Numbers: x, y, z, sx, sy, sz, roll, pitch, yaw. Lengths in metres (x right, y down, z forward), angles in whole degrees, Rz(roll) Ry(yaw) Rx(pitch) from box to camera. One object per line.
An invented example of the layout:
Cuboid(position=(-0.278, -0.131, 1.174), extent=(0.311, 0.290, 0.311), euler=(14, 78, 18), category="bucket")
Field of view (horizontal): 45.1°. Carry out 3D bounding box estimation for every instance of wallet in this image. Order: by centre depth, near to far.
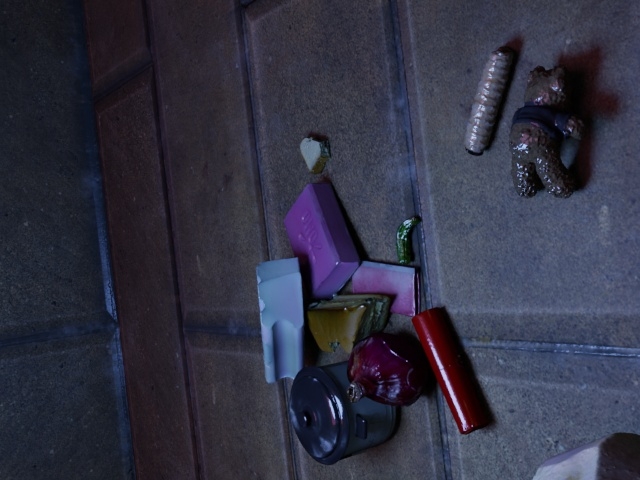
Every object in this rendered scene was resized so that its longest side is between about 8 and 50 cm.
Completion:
Cuboid(position=(0.156, 0.113, 1.876), extent=(0.232, 0.025, 0.119), euler=(8, 101, 54), category="wallet")

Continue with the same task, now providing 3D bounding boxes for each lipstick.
Cuboid(position=(0.283, 0.284, 1.688), extent=(0.073, 0.073, 0.279), euler=(-46, 58, 47), category="lipstick")

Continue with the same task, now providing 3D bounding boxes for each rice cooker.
Cuboid(position=(0.045, 0.419, 1.905), extent=(0.281, 0.227, 0.241), euler=(15, 107, 52), category="rice cooker")

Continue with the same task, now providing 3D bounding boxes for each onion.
Cuboid(position=(0.135, 0.300, 1.766), extent=(0.195, 0.218, 0.139), euler=(37, 121, 32), category="onion")

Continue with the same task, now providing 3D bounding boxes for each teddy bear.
Cuboid(position=(0.400, -0.191, 1.397), extent=(0.182, 0.129, 0.251), euler=(16, 109, 50), category="teddy bear")

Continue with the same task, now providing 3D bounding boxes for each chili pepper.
Cuboid(position=(0.199, -0.003, 1.795), extent=(0.056, 0.035, 0.117), euler=(23, 104, 37), category="chili pepper")

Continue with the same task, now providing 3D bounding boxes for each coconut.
Cuboid(position=(0.490, 0.471, 1.248), extent=(0.309, 0.298, 0.297), euler=(-47, 58, 50), category="coconut")

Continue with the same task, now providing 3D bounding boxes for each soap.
Cuboid(position=(-0.002, 0.000, 2.010), extent=(0.181, 0.081, 0.259), euler=(-52, 49, 45), category="soap")
Cuboid(position=(-0.104, 0.202, 2.043), extent=(0.346, 0.115, 0.208), euler=(90, 172, -49), category="soap")

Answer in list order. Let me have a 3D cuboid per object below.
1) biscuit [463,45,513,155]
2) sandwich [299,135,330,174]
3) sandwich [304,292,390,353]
Cuboid(position=(0.334, -0.278, 1.544), extent=(0.055, 0.061, 0.219), euler=(15, 116, 5), category="biscuit")
Cuboid(position=(-0.015, -0.241, 2.051), extent=(0.104, 0.036, 0.093), euler=(62, 140, 29), category="sandwich")
Cuboid(position=(0.080, 0.195, 1.883), extent=(0.236, 0.122, 0.128), euler=(-8, 110, 58), category="sandwich")
